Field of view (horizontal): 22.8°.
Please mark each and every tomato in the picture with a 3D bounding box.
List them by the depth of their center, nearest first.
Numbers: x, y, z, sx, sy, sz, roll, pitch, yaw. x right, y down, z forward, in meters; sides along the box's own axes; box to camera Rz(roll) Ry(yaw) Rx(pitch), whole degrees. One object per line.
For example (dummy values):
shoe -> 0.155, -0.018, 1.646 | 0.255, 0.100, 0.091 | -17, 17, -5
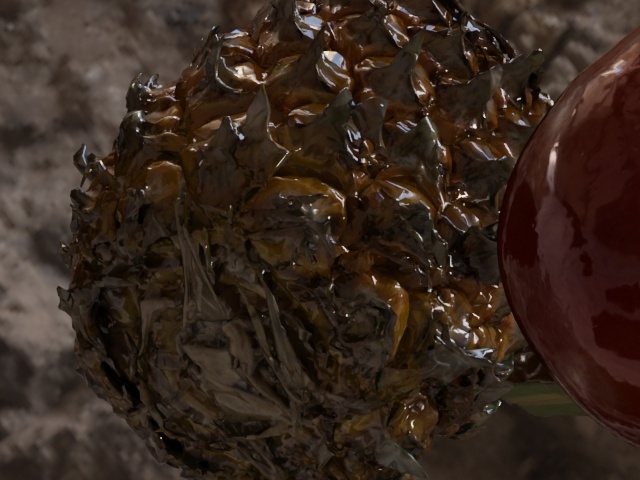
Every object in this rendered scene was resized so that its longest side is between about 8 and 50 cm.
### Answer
tomato -> 0.161, -0.006, 0.549 | 0.195, 0.195, 0.136 | 30, -17, 50

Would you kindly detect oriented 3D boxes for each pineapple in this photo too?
pineapple -> 0.000, 0.003, 1.060 | 0.352, 0.300, 0.352 | 12, -55, 17

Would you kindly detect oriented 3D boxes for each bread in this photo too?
bread -> 0.190, 0.061, 1.218 | 0.074, 0.139, 0.084 | 33, -27, -35
